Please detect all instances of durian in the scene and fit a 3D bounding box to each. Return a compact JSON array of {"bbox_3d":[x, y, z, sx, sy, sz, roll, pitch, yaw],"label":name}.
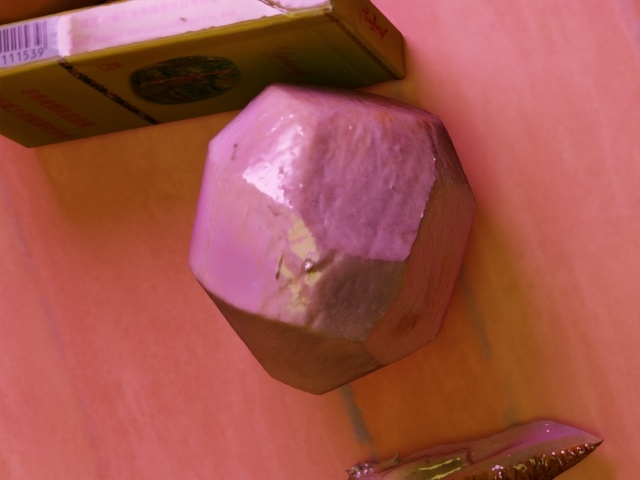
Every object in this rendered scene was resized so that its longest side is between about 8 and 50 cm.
[{"bbox_3d":[0.118,0.206,1.539,0.224,0.078,0.140,-31,87,18],"label":"durian"}]

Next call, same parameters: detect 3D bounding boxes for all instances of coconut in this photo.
[{"bbox_3d":[0.000,0.000,1.483,0.197,0.237,0.237,17,100,19],"label":"coconut"}]

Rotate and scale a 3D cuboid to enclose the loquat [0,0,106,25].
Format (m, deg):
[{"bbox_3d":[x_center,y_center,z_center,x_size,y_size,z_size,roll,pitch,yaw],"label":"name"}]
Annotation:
[{"bbox_3d":[-0.237,-0.291,1.502,0.263,0.263,0.263,2,96,16],"label":"loquat"}]

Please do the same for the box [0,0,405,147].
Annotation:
[{"bbox_3d":[-0.119,-0.138,1.518,0.335,0.187,0.047,-9,76,17],"label":"box"}]
